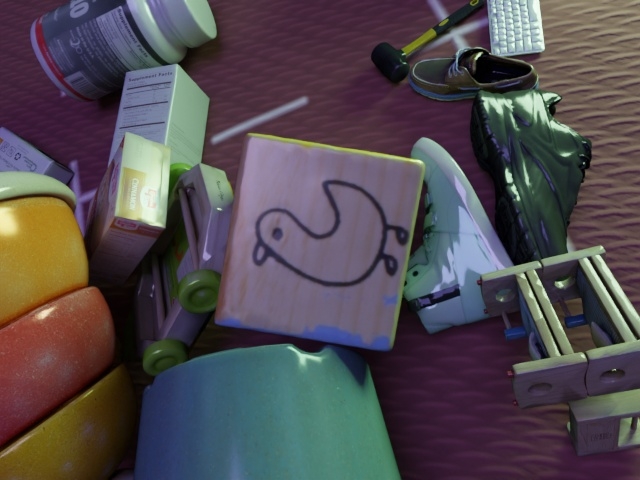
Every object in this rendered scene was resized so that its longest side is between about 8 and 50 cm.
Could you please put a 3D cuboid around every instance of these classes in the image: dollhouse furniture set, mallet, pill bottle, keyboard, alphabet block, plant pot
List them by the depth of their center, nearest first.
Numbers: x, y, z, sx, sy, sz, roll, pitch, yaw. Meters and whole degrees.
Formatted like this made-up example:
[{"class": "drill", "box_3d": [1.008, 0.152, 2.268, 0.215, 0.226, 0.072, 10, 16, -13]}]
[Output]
[{"class": "plant pot", "box_3d": [-0.046, 0.300, 0.482, 0.342, 0.341, 0.333, -18, 60, 13]}, {"class": "dollhouse furniture set", "box_3d": [0.259, 0.128, 0.519, 0.129, 0.183, 0.129, -15, 39, 13]}, {"class": "alphabet block", "box_3d": [0.000, 0.000, 0.570, 0.193, 0.193, 0.196, 9, 92, -1]}, {"class": "keyboard", "box_3d": [0.290, -0.390, 0.739, 0.072, 0.014, 0.255, -4, 72, 18]}, {"class": "mallet", "box_3d": [0.173, -0.309, 0.744, 0.190, 0.039, 0.062, -28, 65, 5]}, {"class": "pill bottle", "box_3d": [-0.345, -0.374, 0.868, 0.284, 0.161, 0.161, -19, 68, 12]}]

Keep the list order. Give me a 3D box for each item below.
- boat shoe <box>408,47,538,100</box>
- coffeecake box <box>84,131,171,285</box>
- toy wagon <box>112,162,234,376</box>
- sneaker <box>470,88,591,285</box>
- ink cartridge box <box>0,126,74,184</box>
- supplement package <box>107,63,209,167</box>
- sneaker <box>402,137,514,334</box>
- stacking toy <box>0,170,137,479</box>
[{"class": "boat shoe", "box_3d": [0.213, -0.241, 0.688, 0.183, 0.066, 0.066, 11, 77, 22]}, {"class": "coffeecake box", "box_3d": [-0.286, -0.039, 0.705, 0.185, 0.068, 0.142, -39, 47, 42]}, {"class": "toy wagon", "box_3d": [-0.218, 0.060, 0.690, 0.344, 0.068, 0.267, -57, 37, 25]}, {"class": "sneaker", "box_3d": [0.276, -0.071, 0.598, 0.130, 0.109, 0.286, -9, 74, 5]}, {"class": "ink cartridge box", "box_3d": [-0.638, -0.022, 0.910, 0.176, 0.069, 0.370, 31, 82, 24]}, {"class": "supplement package", "box_3d": [-0.265, -0.183, 0.812, 0.105, 0.105, 0.179, -2, 72, 18]}, {"class": "sneaker", "box_3d": [0.135, -0.008, 0.627, 0.151, 0.094, 0.255, -27, 65, 12]}, {"class": "stacking toy", "box_3d": [-0.335, 0.192, 0.564, 0.351, 0.350, 0.479, -35, 92, 5]}]
